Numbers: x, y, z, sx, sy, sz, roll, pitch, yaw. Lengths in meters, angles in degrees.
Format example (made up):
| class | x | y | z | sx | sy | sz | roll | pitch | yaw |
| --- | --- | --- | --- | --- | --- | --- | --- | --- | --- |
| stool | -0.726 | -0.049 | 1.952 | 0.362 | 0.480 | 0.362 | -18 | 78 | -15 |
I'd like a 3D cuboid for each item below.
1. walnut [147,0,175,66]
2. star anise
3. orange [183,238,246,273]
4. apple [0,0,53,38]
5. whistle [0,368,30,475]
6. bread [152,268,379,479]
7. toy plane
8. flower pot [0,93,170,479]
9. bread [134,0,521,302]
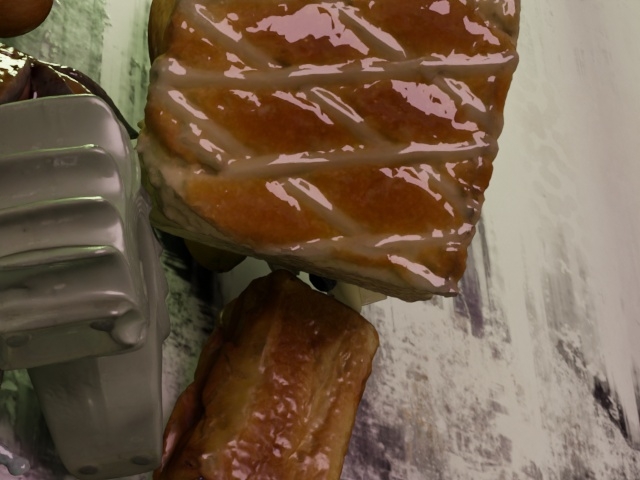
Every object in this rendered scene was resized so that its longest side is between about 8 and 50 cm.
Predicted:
| class | x | y | z | sx | sy | sz | roll | pitch | yaw |
| --- | --- | --- | --- | --- | --- | --- | --- | --- | --- |
| walnut | -0.119 | -0.243 | 1.725 | 0.209 | 0.209 | 0.336 | 2 | 56 | -42 |
| star anise | -0.342 | -0.154 | 1.432 | 0.315 | 0.315 | 0.108 | 22 | 87 | -31 |
| orange | -0.121 | -0.008 | 1.637 | 0.085 | 0.085 | 0.095 | 10 | 65 | -38 |
| apple | -0.384 | -0.325 | 1.563 | 0.155 | 0.182 | 0.182 | -2 | 59 | -10 |
| whistle | -0.350 | 0.174 | 1.274 | 0.142 | 0.133 | 0.346 | -7 | 77 | -49 |
| bread | -0.060 | 0.196 | 1.498 | 0.195 | 0.149 | 0.344 | 31 | 45 | -9 |
| toy plane | 0.000 | 0.000 | 1.685 | 0.229 | 0.092 | 0.244 | -37 | 118 | -27 |
| flower pot | -0.231 | 0.052 | 1.321 | 0.164 | 0.367 | 0.254 | -10 | 56 | -2 |
| bread | 0.008 | -0.150 | 1.484 | 0.390 | 0.279 | 0.371 | 17 | 87 | -10 |
